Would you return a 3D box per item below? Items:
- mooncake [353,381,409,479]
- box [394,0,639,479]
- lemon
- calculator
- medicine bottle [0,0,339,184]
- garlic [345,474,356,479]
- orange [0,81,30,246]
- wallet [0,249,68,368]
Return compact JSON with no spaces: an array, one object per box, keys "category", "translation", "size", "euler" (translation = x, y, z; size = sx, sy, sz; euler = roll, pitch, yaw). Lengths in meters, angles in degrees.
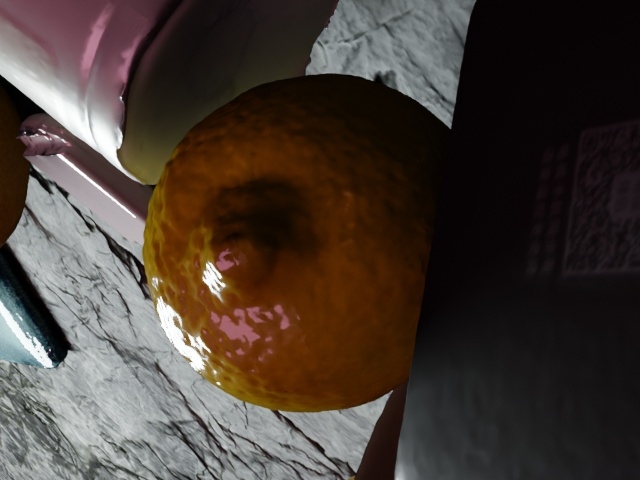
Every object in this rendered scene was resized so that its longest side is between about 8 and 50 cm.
[{"category":"mooncake","translation":[0.160,0.138,0.618],"size":[0.174,0.334,0.326],"euler":[35,121,-22]},{"category":"box","translation":[0.146,-0.007,0.470],"size":[0.073,0.290,0.289],"euler":[17,167,-32]},{"category":"lemon","translation":[0.000,0.000,0.664],"size":[0.187,0.244,0.187],"euler":[1,94,24]},{"category":"calculator","translation":[-0.185,-0.046,1.045],"size":[0.175,0.032,0.100],"euler":[42,160,-29]},{"category":"medicine bottle","translation":[-0.165,-0.200,0.715],"size":[0.332,0.190,0.190],"euler":[38,149,17]},{"category":"garlic","translation":[0.069,0.260,1.040],"size":[0.115,0.128,0.207],"euler":[16,177,-34]},{"category":"orange","translation":[-0.399,-0.079,1.125],"size":[0.264,0.264,0.264],"euler":[34,148,25]},{"category":"wallet","translation":[-0.447,-0.003,1.477],"size":[0.191,0.046,0.379],"euler":[8,131,47]}]
